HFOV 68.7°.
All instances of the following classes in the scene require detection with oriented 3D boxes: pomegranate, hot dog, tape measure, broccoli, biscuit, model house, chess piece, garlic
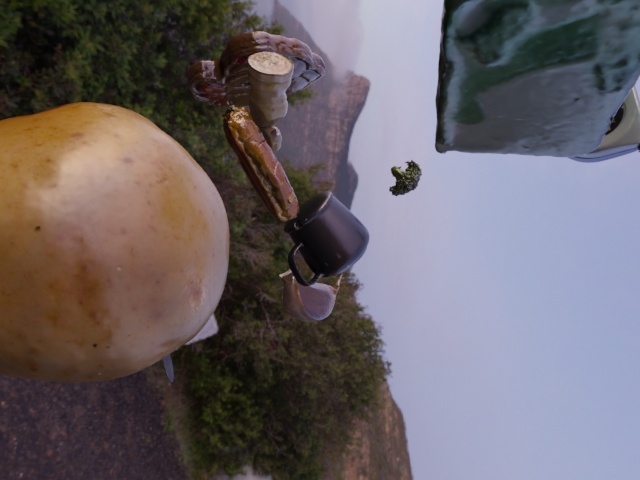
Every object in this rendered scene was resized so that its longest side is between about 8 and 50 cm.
[{"bbox_3d":[-0.242,-0.003,0.498,0.307,0.307,0.308,177,-90,-90],"label":"pomegranate"},{"bbox_3d":[-0.122,-0.153,0.973,0.269,0.072,0.115,63,-5,-28],"label":"hot dog"},{"bbox_3d":[0.691,-0.235,1.136,0.098,0.215,0.352,23,58,-56],"label":"tape measure"},{"bbox_3d":[0.244,-0.181,1.377,0.092,0.095,0.097,45,-19,12],"label":"broccoli"},{"bbox_3d":[-0.164,-0.433,1.226,0.381,0.358,0.074,-65,140,-86],"label":"biscuit"},{"bbox_3d":[0.238,-0.297,0.522,0.267,0.194,0.325,59,37,-67],"label":"model house"},{"bbox_3d":[-0.110,-0.280,0.978,0.200,0.090,0.090,104,-13,-49],"label":"chess piece"},{"bbox_3d":[-0.014,0.146,1.218,0.090,0.198,0.129,3,-92,49],"label":"garlic"}]

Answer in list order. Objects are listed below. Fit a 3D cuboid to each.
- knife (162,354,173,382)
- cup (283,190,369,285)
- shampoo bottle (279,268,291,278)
[{"bbox_3d":[-0.351,0.242,1.054,0.010,0.023,0.170,15,-64,61],"label":"knife"},{"bbox_3d":[0.000,0.000,1.113,0.177,0.169,0.223,52,56,-17],"label":"cup"},{"bbox_3d":[-0.062,0.146,1.357,0.141,0.049,0.034,57,0,-11],"label":"shampoo bottle"}]
